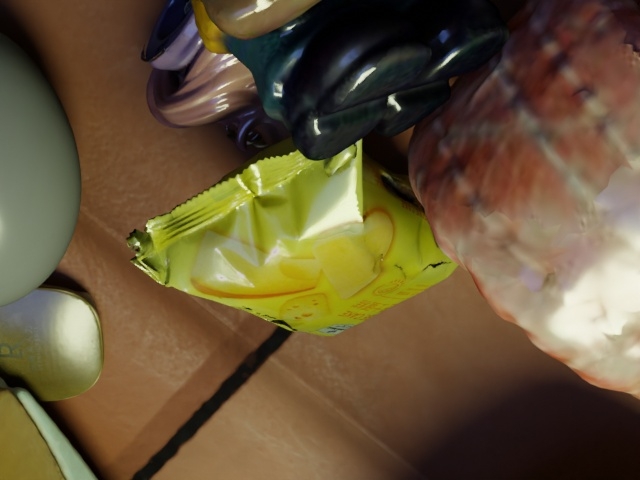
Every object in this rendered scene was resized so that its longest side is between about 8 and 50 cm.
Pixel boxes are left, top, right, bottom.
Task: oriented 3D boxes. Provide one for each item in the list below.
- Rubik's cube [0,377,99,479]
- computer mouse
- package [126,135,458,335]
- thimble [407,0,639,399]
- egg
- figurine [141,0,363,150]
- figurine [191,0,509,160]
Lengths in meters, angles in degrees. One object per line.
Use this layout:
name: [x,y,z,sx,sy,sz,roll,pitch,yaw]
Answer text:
Rubik's cube: [-0.343,0.345,0.812,0.352,0.347,0.352,-20,116,24]
computer mouse: [-0.268,0.074,0.854,0.199,0.045,0.102,6,113,10]
package: [0.000,0.000,0.685,0.168,0.226,0.090,-31,60,23]
thimble: [0.170,-0.035,0.596,0.239,0.239,0.162,38,116,-6]
egg: [-0.237,-0.048,0.732,0.147,0.146,0.198,7,109,10]
figurine: [-0.043,-0.101,0.681,0.126,0.114,0.157,-30,107,39]
figurine: [-0.061,-0.192,0.564,0.204,0.185,0.332,-25,88,46]
